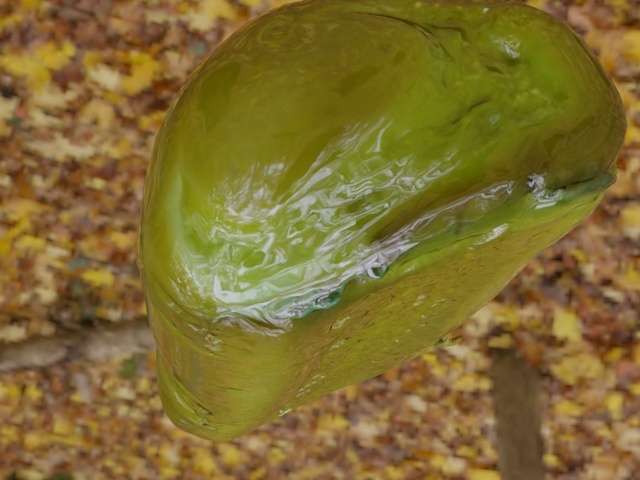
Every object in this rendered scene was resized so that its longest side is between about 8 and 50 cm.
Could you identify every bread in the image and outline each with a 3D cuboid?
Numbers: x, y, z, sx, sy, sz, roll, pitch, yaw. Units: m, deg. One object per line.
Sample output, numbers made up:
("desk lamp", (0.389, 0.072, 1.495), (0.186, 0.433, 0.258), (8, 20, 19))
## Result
("bread", (0.000, 0.000, 0.583), (0.166, 0.112, 0.383), (-23, 169, -11))
